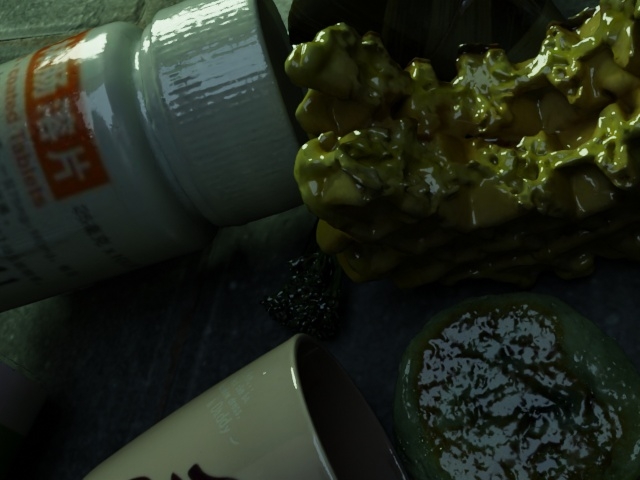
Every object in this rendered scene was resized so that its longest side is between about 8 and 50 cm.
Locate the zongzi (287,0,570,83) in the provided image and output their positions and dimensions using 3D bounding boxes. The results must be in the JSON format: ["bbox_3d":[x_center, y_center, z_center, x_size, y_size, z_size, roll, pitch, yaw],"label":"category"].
[{"bbox_3d":[0.150,-0.239,0.681,0.317,0.154,0.289,26,44,-8],"label":"zongzi"}]

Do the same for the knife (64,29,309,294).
[{"bbox_3d":[-0.129,-0.086,0.739,0.398,0.038,0.132,-36,60,2],"label":"knife"}]

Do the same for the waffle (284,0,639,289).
[{"bbox_3d":[0.148,-0.071,0.481,0.324,0.261,0.151,-11,67,20],"label":"waffle"}]

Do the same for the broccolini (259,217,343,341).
[{"bbox_3d":[-0.001,-0.007,0.630,0.073,0.058,0.201,4,65,17],"label":"broccolini"}]

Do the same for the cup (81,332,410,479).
[{"bbox_3d":[-0.037,0.219,0.448,0.200,0.191,0.253,-32,63,7],"label":"cup"}]

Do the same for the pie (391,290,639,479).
[{"bbox_3d":[0.142,0.121,0.507,0.186,0.041,0.187,-8,61,14],"label":"pie"}]

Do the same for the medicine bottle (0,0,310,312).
[{"bbox_3d":[-0.193,-0.073,0.617,0.371,0.211,0.211,-18,58,10],"label":"medicine bottle"}]

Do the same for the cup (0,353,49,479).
[{"bbox_3d":[-0.386,0.203,0.584,0.253,0.253,0.274,14,60,28],"label":"cup"}]
